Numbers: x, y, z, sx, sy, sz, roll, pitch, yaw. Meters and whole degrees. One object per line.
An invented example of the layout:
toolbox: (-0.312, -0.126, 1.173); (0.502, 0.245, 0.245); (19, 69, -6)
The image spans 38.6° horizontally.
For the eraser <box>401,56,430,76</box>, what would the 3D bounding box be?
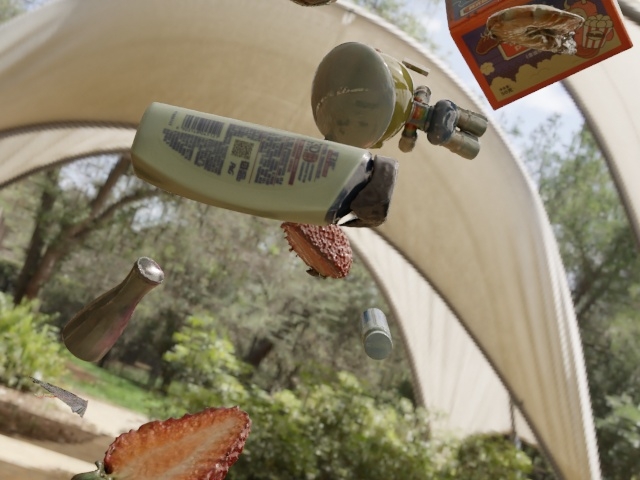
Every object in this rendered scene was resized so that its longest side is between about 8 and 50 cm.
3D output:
eraser: (0.271, -0.494, 2.608); (0.083, 0.019, 0.038); (24, 26, 1)

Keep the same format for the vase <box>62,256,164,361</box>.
vase: (-0.354, 0.116, 1.581); (0.086, 0.214, 0.086); (36, 25, -20)

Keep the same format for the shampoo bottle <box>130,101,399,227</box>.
shampoo bottle: (-0.077, -0.093, 1.257); (0.359, 0.134, 0.078); (13, -31, 3)

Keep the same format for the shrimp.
shrimp: (0.445, -0.407, 1.771); (0.164, 0.062, 0.316); (1, -1, 42)

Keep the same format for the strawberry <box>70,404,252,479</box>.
strawberry: (-0.222, 0.346, 1.329); (0.286, 0.106, 0.188); (-20, 30, -30)

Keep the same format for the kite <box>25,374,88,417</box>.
kite: (-0.528, 0.321, 1.863); (0.190, 0.010, 0.159); (25, -3, 33)

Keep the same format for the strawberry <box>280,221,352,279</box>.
strawberry: (0.006, 0.003, 2.198); (0.175, 0.107, 0.236); (32, -19, 15)

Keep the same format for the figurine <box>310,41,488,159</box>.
figurine: (0.175, -0.285, 1.873); (0.381, 0.225, 0.205); (3, 6, -17)

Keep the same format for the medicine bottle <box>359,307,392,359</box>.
medicine bottle: (0.094, 0.159, 1.580); (0.051, 0.051, 0.191); (20, 8, -2)

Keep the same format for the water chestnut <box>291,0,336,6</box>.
water chestnut: (0.006, -0.723, 2.222); (0.300, 0.300, 0.300); (19, -9, 3)

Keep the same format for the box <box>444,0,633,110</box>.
box: (0.494, -0.545, 2.130); (0.348, 0.319, 0.257); (-23, -57, 24)
